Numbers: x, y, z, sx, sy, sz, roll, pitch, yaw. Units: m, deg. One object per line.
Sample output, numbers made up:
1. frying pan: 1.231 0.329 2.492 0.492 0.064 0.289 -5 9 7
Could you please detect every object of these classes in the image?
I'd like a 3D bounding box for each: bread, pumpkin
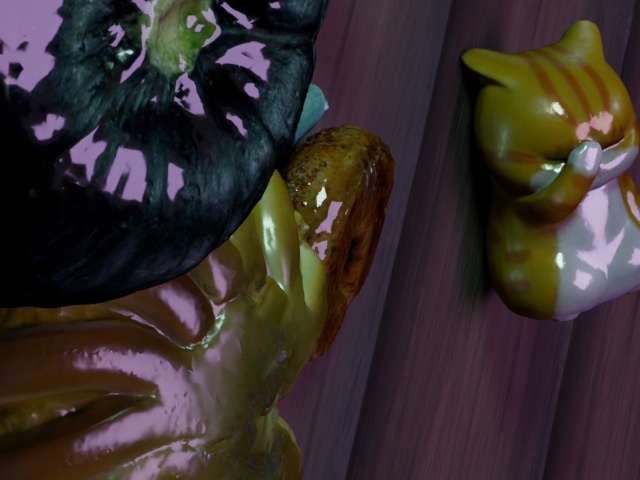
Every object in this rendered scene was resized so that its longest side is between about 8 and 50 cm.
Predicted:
1. bread: 0.000 0.000 1.370 0.193 0.064 0.193 17 90 -75
2. pumpkin: -0.142 -0.121 0.884 0.315 0.238 0.315 -8 102 -44
3. bread: -0.100 0.090 1.081 0.333 0.160 0.333 -14 106 -62

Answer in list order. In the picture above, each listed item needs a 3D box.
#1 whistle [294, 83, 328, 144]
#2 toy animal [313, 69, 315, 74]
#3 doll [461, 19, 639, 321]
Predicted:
1. whistle: -0.049 -0.061 1.297 0.186 0.039 0.039 -46 134 -53
2. toy animal: -0.072 -0.129 1.193 0.218 0.103 0.101 8 53 -59
3. doll: 0.225 -0.053 1.731 0.166 0.162 0.270 -21 124 -28
